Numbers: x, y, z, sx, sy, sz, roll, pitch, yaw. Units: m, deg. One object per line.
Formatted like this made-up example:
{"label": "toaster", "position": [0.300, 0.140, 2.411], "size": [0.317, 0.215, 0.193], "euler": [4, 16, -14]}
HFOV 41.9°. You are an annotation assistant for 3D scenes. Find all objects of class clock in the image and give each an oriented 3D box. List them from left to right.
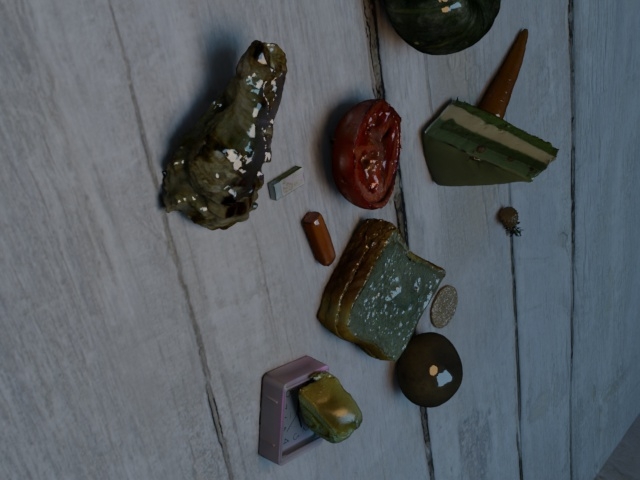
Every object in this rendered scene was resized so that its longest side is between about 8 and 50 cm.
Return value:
{"label": "clock", "position": [-0.056, 0.360, 1.770], "size": [0.150, 0.063, 0.197], "euler": [-15, 115, -48]}

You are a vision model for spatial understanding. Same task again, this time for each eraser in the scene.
{"label": "eraser", "position": [-0.065, -0.110, 1.611], "size": [0.083, 0.019, 0.038], "euler": [-34, 130, -38]}

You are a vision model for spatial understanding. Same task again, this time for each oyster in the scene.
{"label": "oyster", "position": [-0.138, -0.173, 1.415], "size": [0.198, 0.133, 0.336], "euler": [9, 101, -59]}

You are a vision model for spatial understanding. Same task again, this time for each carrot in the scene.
{"label": "carrot", "position": [0.462, -0.399, 2.110], "size": [0.069, 0.069, 0.335], "euler": [47, 61, -48]}

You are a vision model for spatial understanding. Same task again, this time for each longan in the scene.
{"label": "longan", "position": [0.272, 0.323, 2.082], "size": [0.167, 0.168, 0.187], "euler": [0, 83, -50]}

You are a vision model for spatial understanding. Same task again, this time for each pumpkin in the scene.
{"label": "pumpkin", "position": [0.257, -0.521, 1.688], "size": [0.300, 0.207, 0.300], "euler": [-22, 117, -54]}

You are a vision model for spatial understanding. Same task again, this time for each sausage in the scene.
{"label": "sausage", "position": [0.000, 0.000, 1.714], "size": [0.039, 0.041, 0.131], "euler": [-50, 137, -33]}

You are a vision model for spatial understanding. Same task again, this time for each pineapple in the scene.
{"label": "pineapple", "position": [0.533, -0.043, 2.333], "size": [0.058, 0.058, 0.124], "euler": [-56, 144, -19]}

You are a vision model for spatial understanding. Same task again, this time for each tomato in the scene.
{"label": "tomato", "position": [0.084, -0.180, 1.705], "size": [0.228, 0.101, 0.227], "euler": [-27, 122, -52]}

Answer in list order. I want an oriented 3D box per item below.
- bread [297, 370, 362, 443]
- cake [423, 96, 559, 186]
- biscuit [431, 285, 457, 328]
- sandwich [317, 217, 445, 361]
{"label": "bread", "position": [0.027, 0.355, 1.733], "size": [0.103, 0.110, 0.156], "euler": [-43, 133, -25]}
{"label": "cake", "position": [0.395, -0.182, 1.945], "size": [0.158, 0.284, 0.172], "euler": [-47, 152, -28]}
{"label": "biscuit", "position": [0.326, 0.175, 2.196], "size": [0.120, 0.015, 0.120], "euler": [-21, 119, -44]}
{"label": "sandwich", "position": [0.139, 0.120, 1.884], "size": [0.301, 0.099, 0.271], "euler": [36, 76, -51]}
